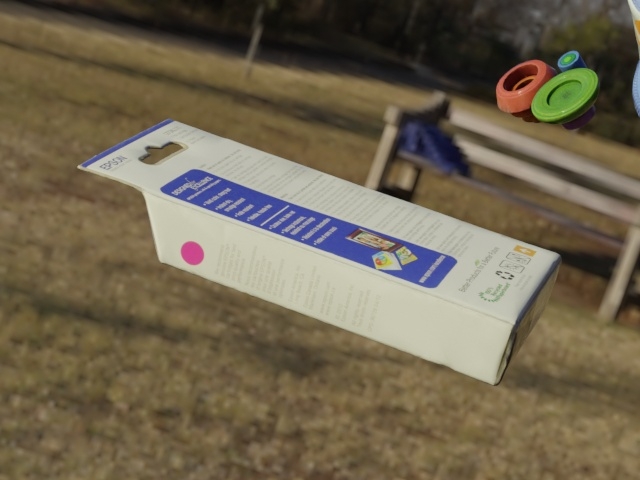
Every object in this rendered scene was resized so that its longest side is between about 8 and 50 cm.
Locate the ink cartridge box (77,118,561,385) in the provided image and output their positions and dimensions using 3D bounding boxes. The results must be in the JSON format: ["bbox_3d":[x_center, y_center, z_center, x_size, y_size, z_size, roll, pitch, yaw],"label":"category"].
[{"bbox_3d":[0.000,0.000,1.276,0.371,0.069,0.176,22,23,13],"label":"ink cartridge box"}]

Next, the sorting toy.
[{"bbox_3d":[0.171,-0.100,1.122,0.042,0.061,0.102,52,-10,-31],"label":"sorting toy"}]

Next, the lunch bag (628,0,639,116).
[{"bbox_3d":[0.302,-0.121,0.682,0.303,0.243,0.115,17,-32,26],"label":"lunch bag"}]
